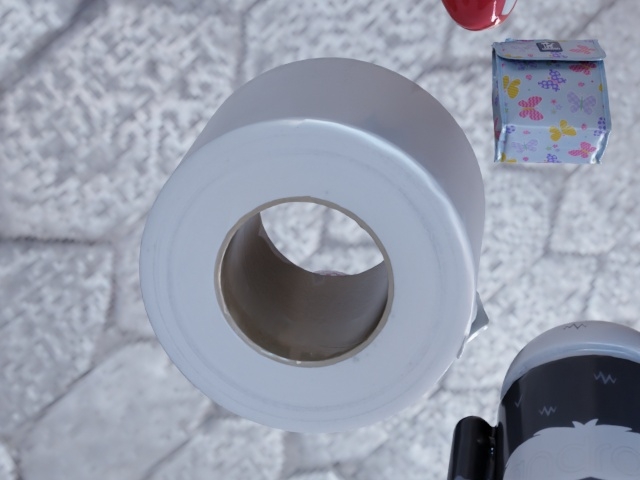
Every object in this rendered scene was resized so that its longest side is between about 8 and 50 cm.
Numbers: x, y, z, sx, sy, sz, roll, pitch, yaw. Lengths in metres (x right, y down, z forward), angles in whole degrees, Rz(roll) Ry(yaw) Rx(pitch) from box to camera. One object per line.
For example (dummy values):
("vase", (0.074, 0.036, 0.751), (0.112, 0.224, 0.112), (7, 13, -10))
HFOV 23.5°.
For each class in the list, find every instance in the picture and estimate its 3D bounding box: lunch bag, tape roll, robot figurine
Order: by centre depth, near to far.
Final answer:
("lunch bag", (0.142, -0.093, 0.961), (0.071, 0.083, 0.053), (2, 148, 1))
("tape roll", (0.000, 0.000, 1.161), (0.246, 0.246, 0.169), (-54, -175, 22))
("robot figurine", (0.236, 0.200, 1.334), (0.209, 0.278, 0.173), (25, 132, -15))

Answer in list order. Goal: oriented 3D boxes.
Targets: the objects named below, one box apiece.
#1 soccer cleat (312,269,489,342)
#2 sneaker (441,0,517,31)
("soccer cleat", (0.074, 0.073, 1.564), (0.143, 0.116, 0.331), (-21, 170, 20))
("sneaker", (0.081, -0.254, 1.116), (0.128, 0.087, 0.221), (-27, 110, -53))
